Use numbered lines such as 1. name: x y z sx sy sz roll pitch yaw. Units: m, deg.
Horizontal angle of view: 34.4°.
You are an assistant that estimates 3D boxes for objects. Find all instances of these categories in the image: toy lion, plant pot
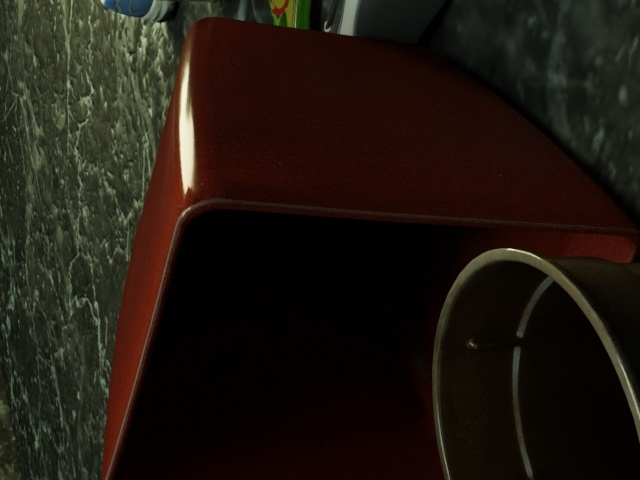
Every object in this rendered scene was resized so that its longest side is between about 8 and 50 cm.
1. toy lion: -0.027 -0.215 0.919 0.096 0.034 0.100 -138 49 -61
2. plant pot: 0.160 0.077 0.454 0.167 0.165 0.167 174 90 -71
3. plant pot: 0.000 0.000 0.686 0.235 0.267 0.267 -106 28 -42

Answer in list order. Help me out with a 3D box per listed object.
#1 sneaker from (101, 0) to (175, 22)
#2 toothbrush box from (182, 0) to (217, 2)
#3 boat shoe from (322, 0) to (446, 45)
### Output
1. sneaker: -0.208 -0.357 1.178 0.080 0.081 0.211 13 104 62
2. toothbrush box: -0.149 -0.336 0.938 0.283 0.206 0.122 -34 64 58
3. boat shoe: 0.040 -0.173 0.757 0.228 0.080 0.076 107 144 -48
